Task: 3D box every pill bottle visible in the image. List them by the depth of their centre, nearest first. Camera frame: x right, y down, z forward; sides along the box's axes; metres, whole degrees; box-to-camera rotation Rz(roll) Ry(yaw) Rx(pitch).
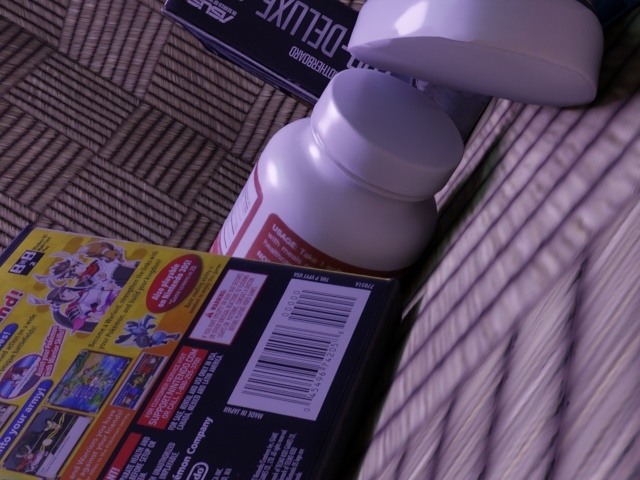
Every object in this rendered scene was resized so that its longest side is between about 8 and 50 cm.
[{"bbox_3d":[0.000,0.000,0.650,0.216,0.121,0.121,-57,4,36],"label":"pill bottle"}]

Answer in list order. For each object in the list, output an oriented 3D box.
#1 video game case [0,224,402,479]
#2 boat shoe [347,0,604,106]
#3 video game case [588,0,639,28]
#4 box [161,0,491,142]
[{"bbox_3d":[-0.112,0.101,0.508,0.275,0.248,0.035,-63,-26,-46],"label":"video game case"},{"bbox_3d":[0.080,-0.126,0.497,0.301,0.108,0.102,-60,-16,-80],"label":"boat shoe"},{"bbox_3d":[0.160,-0.157,0.494,0.119,0.015,0.166,-60,3,-6],"label":"video game case"},{"bbox_3d":[0.006,-0.152,0.869,0.077,0.242,0.307,-59,4,5],"label":"box"}]
